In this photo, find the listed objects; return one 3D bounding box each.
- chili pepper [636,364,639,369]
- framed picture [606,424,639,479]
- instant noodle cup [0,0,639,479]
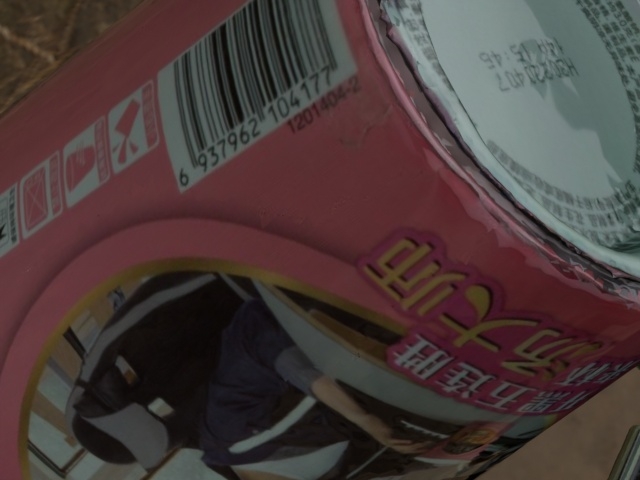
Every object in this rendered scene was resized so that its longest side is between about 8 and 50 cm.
[{"bbox_3d":[0.209,-0.028,1.053,0.385,0.167,0.213,51,3,19],"label":"chili pepper"},{"bbox_3d":[0.280,0.248,1.072,0.296,0.232,0.019,-56,138,-38],"label":"framed picture"},{"bbox_3d":[0.000,0.000,0.491,0.244,0.255,0.244,23,50,-30],"label":"instant noodle cup"}]
